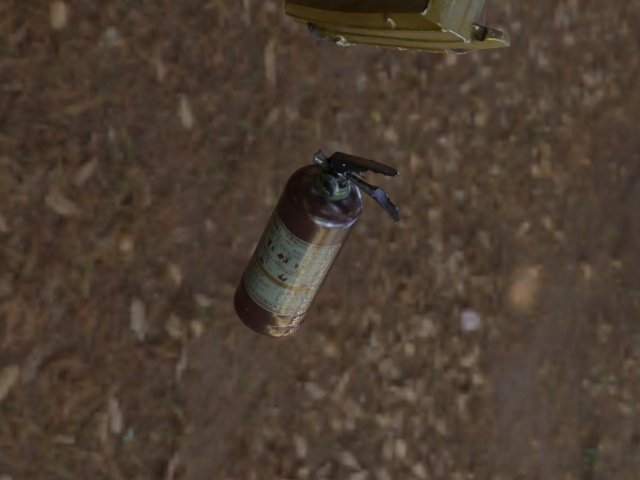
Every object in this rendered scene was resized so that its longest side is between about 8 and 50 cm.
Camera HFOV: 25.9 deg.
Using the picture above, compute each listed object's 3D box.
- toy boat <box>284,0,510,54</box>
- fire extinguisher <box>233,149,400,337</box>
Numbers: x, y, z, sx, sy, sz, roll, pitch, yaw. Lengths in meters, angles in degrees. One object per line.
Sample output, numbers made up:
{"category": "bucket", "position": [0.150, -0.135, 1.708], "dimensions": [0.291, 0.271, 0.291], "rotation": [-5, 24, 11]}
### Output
{"category": "toy boat", "position": [0.082, -0.241, 1.439], "dimensions": [0.115, 0.310, 0.089], "rotation": [20, 84, -39]}
{"category": "fire extinguisher", "position": [0.000, 0.000, 1.210], "dimensions": [0.071, 0.099, 0.231], "rotation": [-47, 171, -44]}
